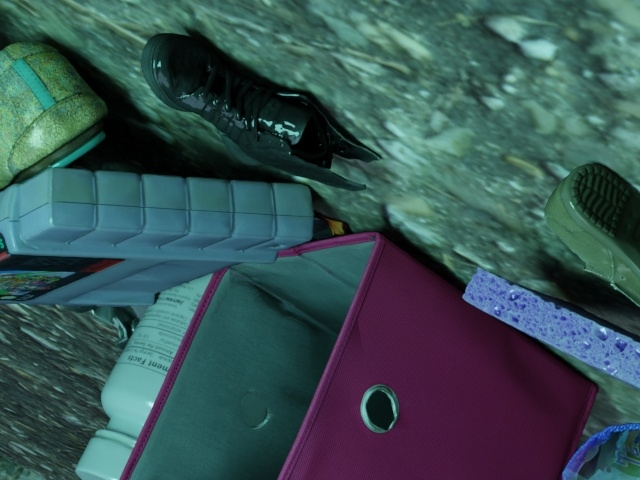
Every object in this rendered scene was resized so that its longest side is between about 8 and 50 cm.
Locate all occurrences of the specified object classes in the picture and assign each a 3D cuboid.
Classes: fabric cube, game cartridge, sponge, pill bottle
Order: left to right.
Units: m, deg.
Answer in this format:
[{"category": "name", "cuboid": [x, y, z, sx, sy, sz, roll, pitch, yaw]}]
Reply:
[{"category": "game cartridge", "cuboid": [-0.192, 0.009, 1.247, 0.230, 0.068, 0.355, -2, 170, -32]}, {"category": "pill bottle", "cuboid": [-0.130, 0.138, 1.406, 0.131, 0.229, 0.131, 24, 159, 10]}, {"category": "fabric cube", "cuboid": [0.026, 0.174, 1.256, 0.258, 0.254, 0.259, 35, 157, -25]}, {"category": "sponge", "cuboid": [0.204, 0.076, 1.023, 0.117, 0.031, 0.210, 21, -175, -42]}]

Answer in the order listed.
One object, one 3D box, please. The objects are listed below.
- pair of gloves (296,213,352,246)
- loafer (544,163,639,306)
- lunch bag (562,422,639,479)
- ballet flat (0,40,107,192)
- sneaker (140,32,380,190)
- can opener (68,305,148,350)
[{"category": "pair of gloves", "cuboid": [0.000, 0.000, 1.239, 0.074, 0.010, 0.083, 14, 154, 31]}, {"category": "loafer", "cuboid": [0.201, 0.007, 0.963, 0.148, 0.056, 0.050, 44, 156, -14]}, {"category": "lunch bag", "cuboid": [0.351, 0.269, 0.931, 0.385, 0.239, 0.328, 42, -169, 35]}, {"category": "ballet flat", "cuboid": [-0.268, -0.084, 1.253, 0.123, 0.123, 0.348, 33, 159, -15]}, {"category": "sneaker", "cuboid": [-0.040, -0.088, 1.036, 0.089, 0.051, 0.170, 7, 156, 42]}, {"category": "can opener", "cuboid": [-0.229, 0.028, 1.519, 0.093, 0.074, 0.280, -28, 132, 23]}]
